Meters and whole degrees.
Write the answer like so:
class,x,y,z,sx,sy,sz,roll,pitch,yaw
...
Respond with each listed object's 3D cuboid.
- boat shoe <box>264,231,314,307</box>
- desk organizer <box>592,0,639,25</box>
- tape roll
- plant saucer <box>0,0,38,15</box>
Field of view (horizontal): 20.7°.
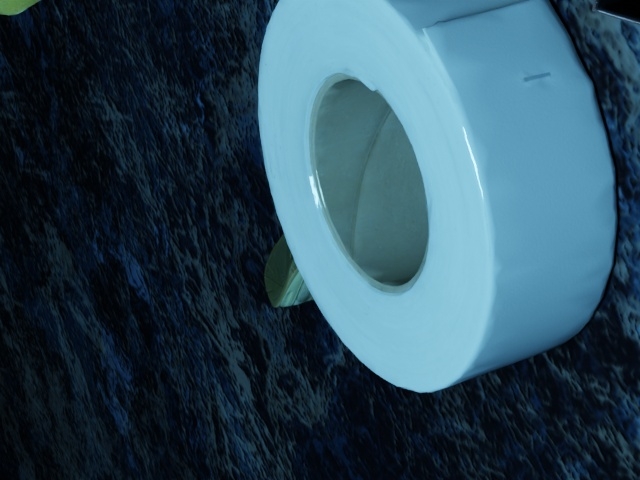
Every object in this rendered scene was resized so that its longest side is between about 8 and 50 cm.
class,x,y,z,sx,sy,sz,roll,pitch,yaw
boat shoe,0.000,0.002,1.392,0.153,0.048,0.056,118,142,-47
desk organizer,0.184,-0.168,0.912,0.047,0.050,0.130,48,145,40
tape roll,0.069,-0.049,1.153,0.286,0.100,0.286,41,140,48
plant saucer,-0.188,-0.379,1.271,0.333,0.081,0.333,-24,83,27
